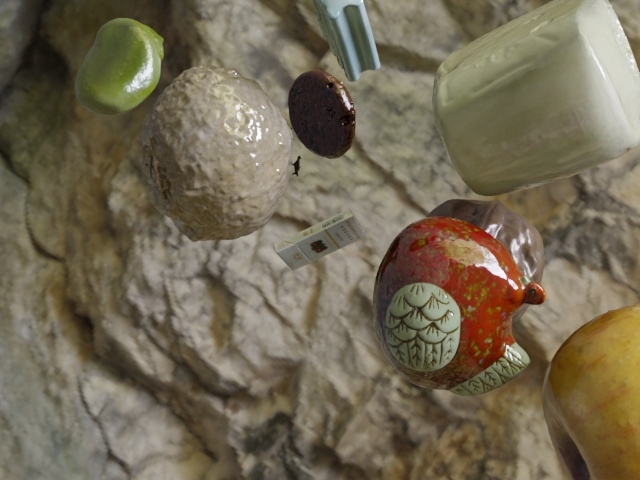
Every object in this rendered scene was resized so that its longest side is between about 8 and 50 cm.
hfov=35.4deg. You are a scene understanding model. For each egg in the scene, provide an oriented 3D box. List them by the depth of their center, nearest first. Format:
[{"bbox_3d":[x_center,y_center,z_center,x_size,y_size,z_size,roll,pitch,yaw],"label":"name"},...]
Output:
[{"bbox_3d":[-0.180,-0.150,1.741,0.279,0.279,0.310,-104,-172,-78],"label":"egg"}]

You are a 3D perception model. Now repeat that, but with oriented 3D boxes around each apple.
[{"bbox_3d":[0.445,0.231,1.332,0.275,0.299,0.299,-17,-172,-5],"label":"apple"}]

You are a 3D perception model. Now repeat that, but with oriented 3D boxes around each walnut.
[{"bbox_3d":[0.301,0.044,1.957,0.273,0.227,0.273,-14,-112,37],"label":"walnut"}]

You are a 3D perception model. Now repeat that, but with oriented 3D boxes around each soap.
[{"bbox_3d":[0.037,-0.366,1.666,0.066,0.119,0.198,-26,156,0],"label":"soap"}]

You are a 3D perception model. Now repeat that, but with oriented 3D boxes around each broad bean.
[{"bbox_3d":[-0.310,-0.270,1.564,0.082,0.124,0.174,85,12,-65],"label":"broad bean"}]

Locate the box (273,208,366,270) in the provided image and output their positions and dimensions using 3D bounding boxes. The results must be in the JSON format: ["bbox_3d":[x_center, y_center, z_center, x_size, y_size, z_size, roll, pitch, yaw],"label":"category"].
[{"bbox_3d":[0.000,0.000,1.958,0.167,0.090,0.024,-26,-123,9],"label":"box"}]

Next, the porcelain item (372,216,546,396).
[{"bbox_3d":[0.197,0.088,1.379,0.253,0.253,0.253,-53,-170,13],"label":"porcelain item"}]

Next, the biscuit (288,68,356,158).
[{"bbox_3d":[0.004,-0.258,2.068,0.049,0.192,0.192,-18,164,-37],"label":"biscuit"}]

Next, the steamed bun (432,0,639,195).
[{"bbox_3d":[0.402,-0.253,1.847,0.371,0.290,0.456,-23,-165,27],"label":"steamed bun"}]
